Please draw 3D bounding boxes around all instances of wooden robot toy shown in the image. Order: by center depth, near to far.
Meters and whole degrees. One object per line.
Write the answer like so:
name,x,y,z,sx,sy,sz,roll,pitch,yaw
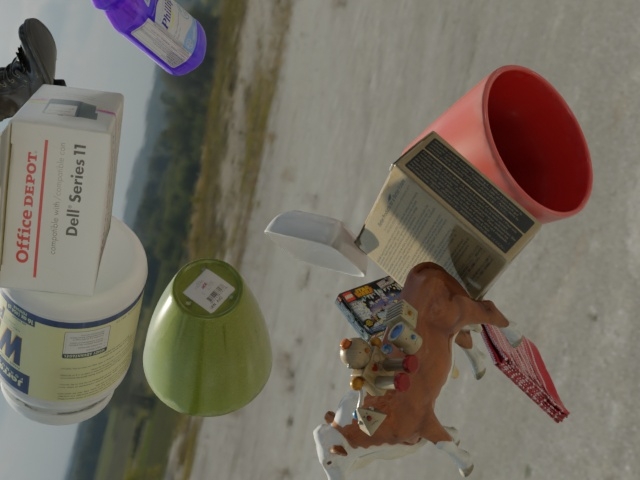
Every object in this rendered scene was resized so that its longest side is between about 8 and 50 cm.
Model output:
wooden robot toy,0.061,0.128,1.090,0.076,0.079,0.173,-20,35,51

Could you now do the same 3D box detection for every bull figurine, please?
bull figurine,0.121,0.184,1.215,0.310,0.188,0.101,-63,16,-13

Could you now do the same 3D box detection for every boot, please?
boot,-0.597,-0.295,1.782,0.263,0.228,0.091,90,178,-53

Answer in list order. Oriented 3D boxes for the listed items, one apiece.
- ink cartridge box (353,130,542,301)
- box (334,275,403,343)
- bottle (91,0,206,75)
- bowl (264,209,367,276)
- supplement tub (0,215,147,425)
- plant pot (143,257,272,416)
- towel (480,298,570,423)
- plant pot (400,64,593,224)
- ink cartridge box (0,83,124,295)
ink cartridge box,0.165,-0.007,1.308,0.088,0.193,0.235,-41,-12,-26
box,0.104,0.111,1.619,0.094,0.137,0.027,51,140,26
bottle,-0.321,-0.409,1.713,0.092,0.283,0.118,-23,52,26
bowl,0.000,0.000,1.494,0.142,0.142,0.053,42,-116,-55
supplement tub,-0.421,0.130,1.600,0.235,0.235,0.325,-87,12,-48
plant pot,-0.223,0.168,1.939,0.294,0.274,0.275,101,177,-56
towel,0.351,0.199,1.741,0.031,0.275,0.199,-34,44,16
plant pot,0.281,-0.123,1.636,0.243,0.275,0.275,-28,44,45
ink cartridge box,-0.319,-0.063,1.197,0.353,0.119,0.207,-112,31,-70
